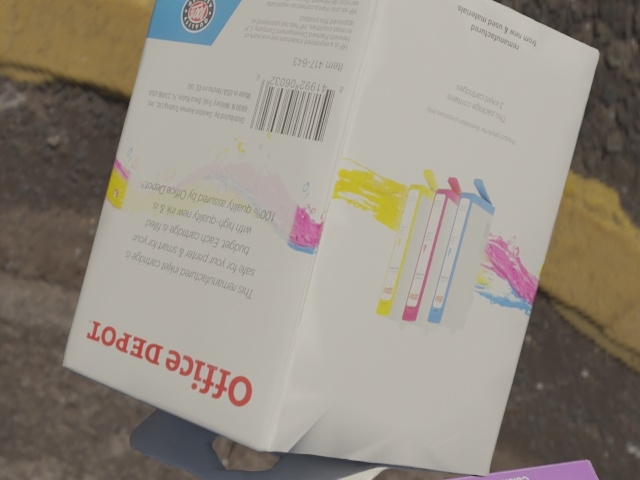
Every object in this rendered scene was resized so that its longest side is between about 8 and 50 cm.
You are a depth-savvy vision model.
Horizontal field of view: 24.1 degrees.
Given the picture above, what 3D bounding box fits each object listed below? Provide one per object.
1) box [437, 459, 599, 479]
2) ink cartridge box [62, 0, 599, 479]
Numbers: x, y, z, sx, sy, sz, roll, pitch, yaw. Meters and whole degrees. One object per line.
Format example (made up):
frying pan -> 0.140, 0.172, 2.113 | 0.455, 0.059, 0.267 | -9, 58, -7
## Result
box -> -0.026, 0.194, 0.686 | 0.293, 0.057, 0.201 | -4, 140, -23
ink cartridge box -> 0.000, 0.000, 0.417 | 0.092, 0.090, 0.143 | 16, 91, 47
